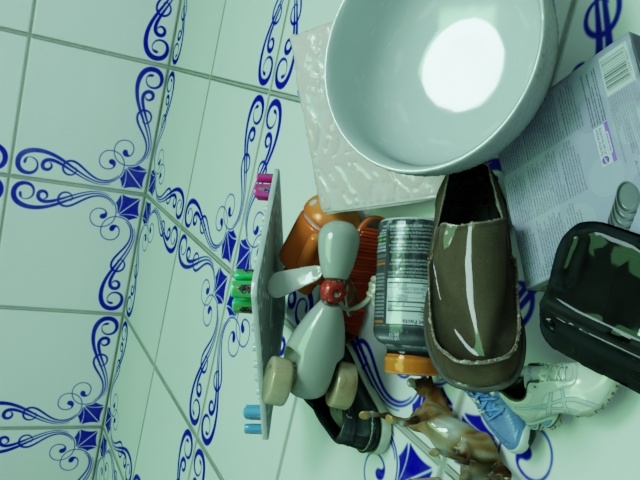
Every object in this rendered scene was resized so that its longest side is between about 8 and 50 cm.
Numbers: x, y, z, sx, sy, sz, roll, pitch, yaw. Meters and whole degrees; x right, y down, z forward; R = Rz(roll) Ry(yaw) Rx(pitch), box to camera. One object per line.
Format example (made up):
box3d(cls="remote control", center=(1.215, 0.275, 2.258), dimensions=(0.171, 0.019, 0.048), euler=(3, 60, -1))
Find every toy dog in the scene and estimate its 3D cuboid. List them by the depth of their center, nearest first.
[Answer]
box3d(cls="toy dog", center=(-0.001, 0.141, 1.292), dimensions=(0.334, 0.220, 0.161), euler=(-58, 16, -5))

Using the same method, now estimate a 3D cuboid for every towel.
box3d(cls="towel", center=(0.095, -0.222, 1.251), dimensions=(0.317, 0.053, 0.332), euler=(-5, 97, 42))

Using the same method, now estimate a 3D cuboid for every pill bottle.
box3d(cls="pill bottle", center=(0.151, 0.091, 1.172), dimensions=(0.130, 0.130, 0.246), euler=(-8, 77, 60))

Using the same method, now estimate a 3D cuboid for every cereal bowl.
box3d(cls="cereal bowl", center=(0.178, -0.252, 1.031), dimensions=(0.338, 0.141, 0.339), euler=(-3, 85, 38))

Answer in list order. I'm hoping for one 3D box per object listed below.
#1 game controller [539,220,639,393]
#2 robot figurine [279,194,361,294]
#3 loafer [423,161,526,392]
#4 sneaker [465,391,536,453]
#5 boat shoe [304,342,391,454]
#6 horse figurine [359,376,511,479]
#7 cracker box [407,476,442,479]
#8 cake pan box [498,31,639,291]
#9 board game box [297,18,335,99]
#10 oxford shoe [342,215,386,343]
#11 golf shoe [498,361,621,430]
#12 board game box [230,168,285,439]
box3d(cls="game controller", center=(0.377, 0.093, 0.784), dimensions=(0.319, 0.067, 0.167), euler=(28, 106, 48))
box3d(cls="robot figurine", center=(0.000, -0.001, 1.460), dimensions=(0.128, 0.158, 0.219), euler=(47, 118, 40))
box3d(cls="loafer", center=(0.196, 0.029, 0.990), dimensions=(0.130, 0.133, 0.366), euler=(72, -165, -48))
box3d(cls="sneaker", center=(0.233, 0.210, 1.047), dimensions=(0.080, 0.081, 0.211), euler=(-59, 38, 34))
box3d(cls="boat shoe", center=(0.010, 0.276, 1.400), dimensions=(0.340, 0.113, 0.127), euler=(57, 132, 49))
box3d(cls="horse figurine", center=(0.184, 0.288, 1.067), dimensions=(0.263, 0.174, 0.066), euler=(32, 109, 45))
box3d(cls="cracker box", center=(0.196, 0.475, 1.068), dimensions=(0.232, 0.067, 0.156), euler=(29, 109, 59))
box3d(cls="cake pan box", center=(0.342, -0.093, 0.935), dimensions=(0.245, 0.070, 0.267), euler=(-37, 53, 50))
box3d(cls="board game box", center=(0.085, -0.304, 1.425), dimensions=(0.302, 0.086, 0.308), euler=(-57, 38, 39))
box3d(cls="oxford shoe", center=(0.054, 0.062, 1.394), dimensions=(0.098, 0.096, 0.271), euler=(-118, 45, -57))
box3d(cls="golf shoe", center=(0.297, 0.182, 0.918), dimensions=(0.176, 0.086, 0.069), euler=(-47, 14, 44))
box3d(cls="board game box", center=(-0.115, 0.118, 1.448), dimensions=(0.390, 0.050, 0.390), euler=(-84, -5, -54))
